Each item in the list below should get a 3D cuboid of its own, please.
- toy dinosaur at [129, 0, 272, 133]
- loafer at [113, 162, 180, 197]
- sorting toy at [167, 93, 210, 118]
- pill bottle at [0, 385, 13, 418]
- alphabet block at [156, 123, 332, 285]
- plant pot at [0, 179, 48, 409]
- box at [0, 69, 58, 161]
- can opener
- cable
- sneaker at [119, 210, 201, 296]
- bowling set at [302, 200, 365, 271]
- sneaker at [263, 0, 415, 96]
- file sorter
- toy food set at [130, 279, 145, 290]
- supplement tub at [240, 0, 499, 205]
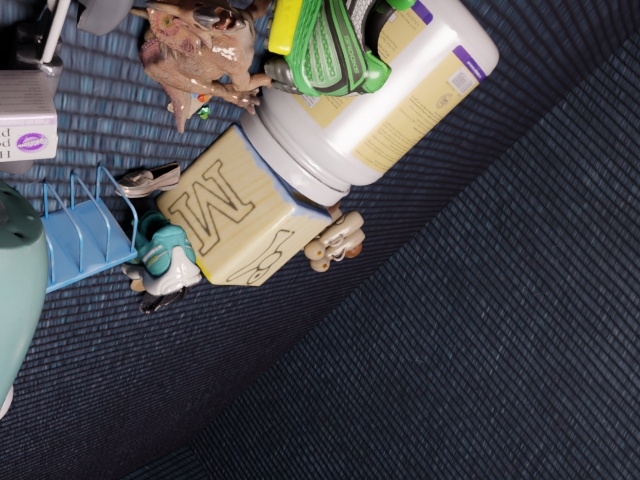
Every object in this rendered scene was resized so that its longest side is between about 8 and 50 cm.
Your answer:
[{"bbox_3d":[-0.152,-0.226,0.720,0.200,0.127,0.295,-7,169,-40],"label":"toy dinosaur"},{"bbox_3d":[-0.268,-0.098,0.965,0.125,0.045,0.039,-23,142,-58],"label":"loafer"},{"bbox_3d":[-0.179,-0.202,0.906,0.062,0.012,0.083,-42,163,15],"label":"sorting toy"},{"bbox_3d":[-0.583,0.217,0.954,0.153,0.153,0.265,-32,163,-18],"label":"pill bottle"},{"bbox_3d":[-0.130,-0.053,1.095,0.197,0.193,0.192,-41,162,12],"label":"alphabet block"},{"bbox_3d":[-0.421,0.046,0.626,0.235,0.293,0.293,-54,160,14],"label":"plant pot"},{"bbox_3d":[-0.397,-0.098,0.518,0.324,0.067,0.063,-11,151,-31],"label":"box"},{"bbox_3d":[-0.268,-0.178,0.640,0.095,0.076,0.283,9,138,-33],"label":"can opener"},{"bbox_3d":[-0.312,0.102,1.377,0.184,0.047,0.150,-40,169,3],"label":"cable"},{"bbox_3d":[-0.260,0.005,0.992,0.107,0.110,0.275,-16,-164,-29],"label":"sneaker"},{"bbox_3d":[0.000,0.000,1.283,0.154,0.287,0.200,-37,124,-5],"label":"bowling set"},{"bbox_3d":[0.050,-0.319,0.659,0.134,0.146,0.343,-23,125,-73],"label":"sneaker"},{"bbox_3d":[-0.356,-0.018,0.857,0.170,0.118,0.104,-26,156,-34],"label":"file sorter"},{"bbox_3d":[-0.353,0.074,1.275,0.083,0.020,0.082,-13,150,-54],"label":"toy food set"},{"bbox_3d":[0.065,-0.235,0.920,0.331,0.241,0.241,-43,163,19],"label":"supplement tub"}]
